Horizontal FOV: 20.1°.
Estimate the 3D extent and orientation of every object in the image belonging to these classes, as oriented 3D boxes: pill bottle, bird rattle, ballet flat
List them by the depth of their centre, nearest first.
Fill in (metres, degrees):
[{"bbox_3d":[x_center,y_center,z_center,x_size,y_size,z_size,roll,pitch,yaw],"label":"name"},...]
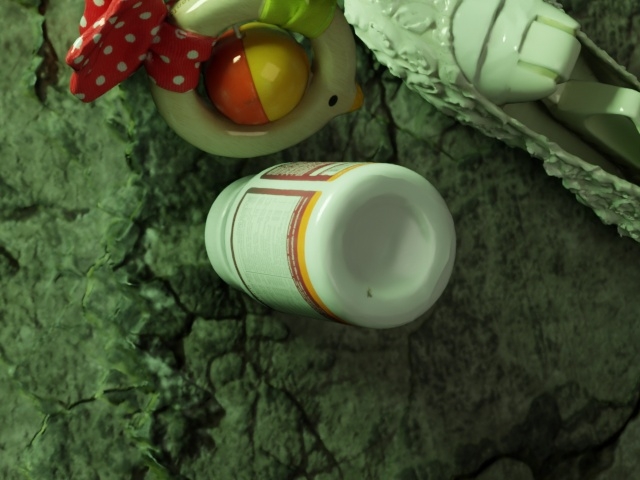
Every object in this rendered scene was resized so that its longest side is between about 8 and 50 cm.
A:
[{"bbox_3d":[0.000,0.000,1.383,0.121,0.221,0.121,-1,93,-26],"label":"pill bottle"},{"bbox_3d":[-0.065,-0.145,1.388,0.253,0.143,0.207,-27,129,-5],"label":"bird rattle"},{"bbox_3d":[0.211,-0.132,1.531,0.409,0.147,0.147,32,79,-23],"label":"ballet flat"}]
